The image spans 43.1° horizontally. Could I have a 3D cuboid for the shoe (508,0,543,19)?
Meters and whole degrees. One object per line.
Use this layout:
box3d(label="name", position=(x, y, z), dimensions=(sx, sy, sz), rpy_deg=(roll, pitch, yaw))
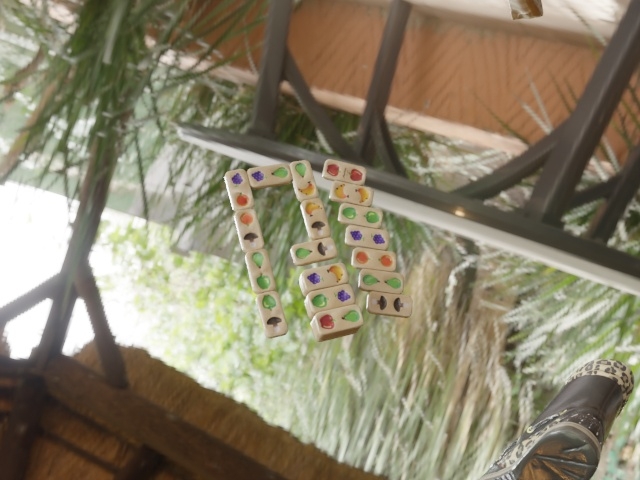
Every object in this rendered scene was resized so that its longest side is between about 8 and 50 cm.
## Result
box3d(label="shoe", position=(0.340, -0.461, 1.429), dimensions=(0.058, 0.076, 0.219), rpy_deg=(-7, 154, 27))

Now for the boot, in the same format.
box3d(label="boot", position=(0.273, 0.250, 0.963), dimensions=(0.085, 0.236, 0.179), rpy_deg=(42, -137, 12))

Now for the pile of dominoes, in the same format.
box3d(label="pile of dominoes", position=(0.000, 0.000, 1.036), dimensions=(0.196, 0.251, 0.040), rpy_deg=(-12, 160, -14))
